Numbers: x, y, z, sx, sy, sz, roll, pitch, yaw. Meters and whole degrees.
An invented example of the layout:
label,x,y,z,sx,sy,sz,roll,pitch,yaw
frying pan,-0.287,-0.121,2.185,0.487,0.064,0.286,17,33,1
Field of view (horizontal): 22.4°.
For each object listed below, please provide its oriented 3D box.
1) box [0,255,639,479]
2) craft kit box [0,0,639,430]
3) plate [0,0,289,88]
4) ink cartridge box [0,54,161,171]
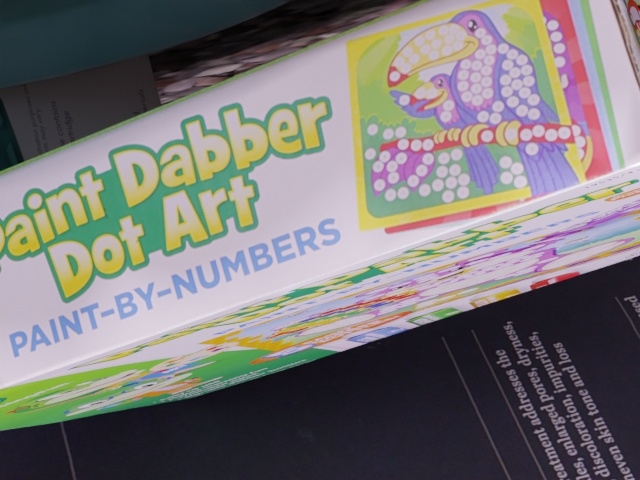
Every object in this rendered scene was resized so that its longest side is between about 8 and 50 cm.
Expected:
label,x,y,z,sx,sy,sz,roll,pitch,yaw
box,0.014,0.100,0.716,0.312,0.343,0.179,-11,136,-12
craft kit box,0.000,0.000,0.478,0.250,0.061,0.246,-20,169,22
plate,-0.082,-0.068,0.424,0.188,0.024,0.188,-13,176,-1
ink cartridge box,-0.177,-0.010,0.545,0.231,0.078,0.134,-10,174,-44
